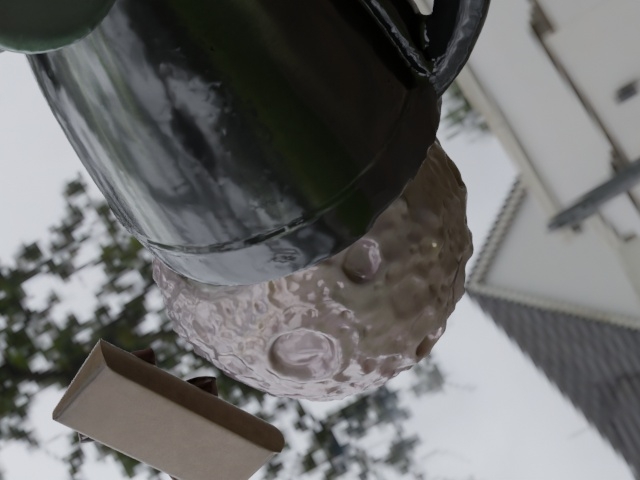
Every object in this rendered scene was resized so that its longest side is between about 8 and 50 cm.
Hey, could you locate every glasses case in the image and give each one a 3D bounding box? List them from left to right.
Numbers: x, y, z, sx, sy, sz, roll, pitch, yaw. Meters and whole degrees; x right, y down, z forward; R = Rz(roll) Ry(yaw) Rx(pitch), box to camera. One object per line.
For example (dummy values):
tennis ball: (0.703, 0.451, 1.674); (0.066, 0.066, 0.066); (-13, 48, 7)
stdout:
glasses case: (-0.138, 0.152, 1.359); (0.193, 0.102, 0.070); (30, -152, -29)

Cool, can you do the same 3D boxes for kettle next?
kettle: (-0.060, -0.129, 0.840); (0.207, 0.251, 0.271); (-59, -42, -22)

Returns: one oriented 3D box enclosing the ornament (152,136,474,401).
ornament: (0.000, 0.000, 1.272); (0.225, 0.259, 0.259); (24, -142, -47)

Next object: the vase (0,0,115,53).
vase: (-0.120, -0.101, 0.568); (0.086, 0.086, 0.214); (54, 170, -20)
